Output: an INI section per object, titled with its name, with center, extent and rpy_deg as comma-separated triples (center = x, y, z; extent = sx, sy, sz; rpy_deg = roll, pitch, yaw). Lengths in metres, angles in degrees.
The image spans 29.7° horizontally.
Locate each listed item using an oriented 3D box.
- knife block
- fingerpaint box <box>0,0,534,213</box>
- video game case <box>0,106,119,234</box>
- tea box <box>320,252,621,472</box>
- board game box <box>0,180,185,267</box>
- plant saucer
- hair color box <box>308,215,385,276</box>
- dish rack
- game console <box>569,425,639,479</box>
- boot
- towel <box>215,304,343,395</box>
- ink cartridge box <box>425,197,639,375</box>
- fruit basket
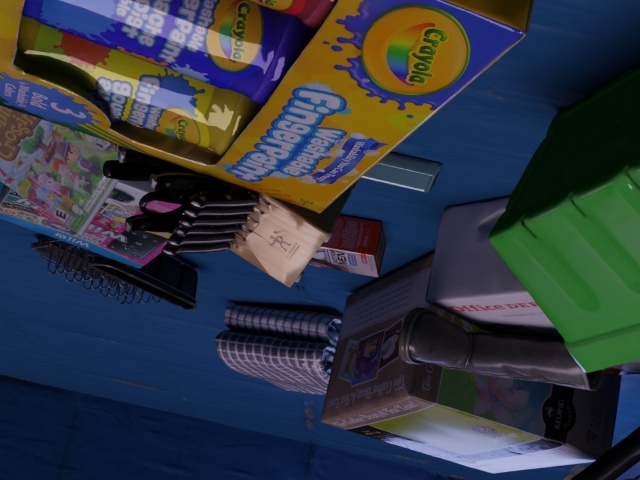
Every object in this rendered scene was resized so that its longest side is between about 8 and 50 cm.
[knife block]
center = -0.090, -0.076, 1.249
extent = 0.242, 0.276, 0.088
rpy_deg = 35, 126, -4
[fingerpaint box]
center = -0.086, -0.198, 0.949
extent = 0.371, 0.163, 0.445
rpy_deg = 18, 161, -14
[video game case]
center = -0.302, -0.121, 1.331
extent = 0.193, 0.023, 0.212
rpy_deg = 35, 133, -8
[tea box]
center = 0.219, 0.195, 1.796
extent = 0.323, 0.220, 0.329
rpy_deg = 18, 160, -18
[board game box]
center = -0.278, -0.071, 1.560
extent = 0.224, 0.098, 0.303
rpy_deg = 21, 160, -18
[plant saucer]
center = 0.043, -0.092, 1.402
extent = 0.192, 0.018, 0.067
rpy_deg = 14, 161, 0
[hair color box]
center = 0.000, 0.000, 1.641
extent = 0.167, 0.053, 0.093
rpy_deg = 11, 162, 11
[dish rack]
center = -0.349, 0.051, 1.994
extent = 0.271, 0.074, 0.208
rpy_deg = -5, 154, 43
[game console]
center = 0.469, 0.251, 1.579
extent = 0.386, 0.060, 0.342
rpy_deg = -44, 160, 20
[boot]
center = 0.219, 0.137, 1.450
extent = 0.208, 0.076, 0.189
rpy_deg = 13, 179, 32
[towel]
center = -0.022, 0.215, 2.175
extent = 0.235, 0.121, 0.283
rpy_deg = 2, 158, 33
[ink cartridge box]
center = 0.315, 0.063, 1.488
extent = 0.306, 0.131, 0.226
rpy_deg = 25, 159, -34
[fruit basket]
center = 0.395, -0.007, 1.073
extent = 0.392, 0.283, 0.392
rpy_deg = 26, 157, 12
